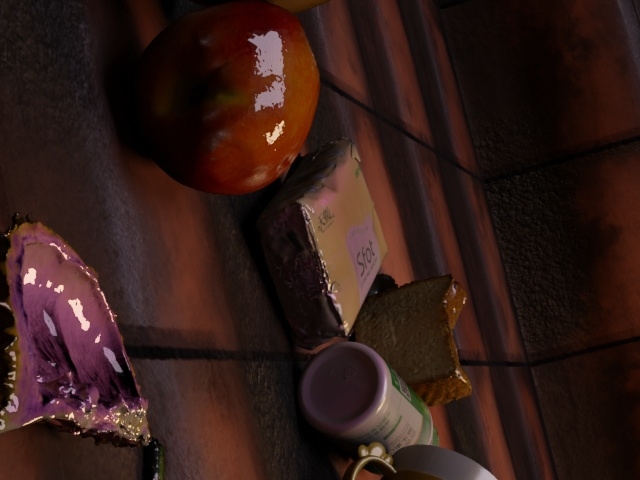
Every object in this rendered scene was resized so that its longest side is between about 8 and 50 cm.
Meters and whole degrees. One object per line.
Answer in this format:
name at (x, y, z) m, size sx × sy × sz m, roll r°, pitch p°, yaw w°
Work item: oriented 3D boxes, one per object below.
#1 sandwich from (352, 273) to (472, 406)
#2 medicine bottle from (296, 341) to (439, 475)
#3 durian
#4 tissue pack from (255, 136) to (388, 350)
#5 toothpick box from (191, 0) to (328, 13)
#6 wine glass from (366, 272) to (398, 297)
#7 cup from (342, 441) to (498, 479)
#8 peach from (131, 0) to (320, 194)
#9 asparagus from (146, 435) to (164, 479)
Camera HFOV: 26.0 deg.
sandwich at (0.138, 0.163, 2.124) m, size 0.214 × 0.186 × 0.065 m, roll -91°, pitch 156°, yaw -46°
medicine bottle at (0.076, 0.248, 1.936) m, size 0.274 × 0.133 × 0.133 m, roll 47°, pitch 31°, yaw -56°
durian at (-0.236, 0.088, 1.135) m, size 0.341 × 0.112 × 0.191 m, roll 39°, pitch 28°, yaw -76°
tissue pack at (0.000, 0.000, 1.939) m, size 0.256 × 0.123 × 0.215 m, roll -57°, pitch 132°, yaw -59°
toothpick box at (-0.082, -0.475, 1.615) m, size 0.425 × 0.409 × 0.408 m, roll 52°, pitch 28°, yaw -56°
wine glass at (0.141, 0.151, 2.355) m, size 0.262 × 0.074 × 0.074 m, roll 56°, pitch 24°, yaw -49°
cup at (0.113, 0.385, 1.816) m, size 0.241 × 0.185 × 0.226 m, roll 43°, pitch 51°, yaw -13°
peach at (-0.103, -0.167, 1.583) m, size 0.199 × 0.243 × 0.243 m, roll 35°, pitch 8°, yaw 16°
asparagus at (-0.160, 0.294, 1.328) m, size 0.022 × 0.023 × 0.232 m, roll 13°, pitch 50°, yaw -19°
